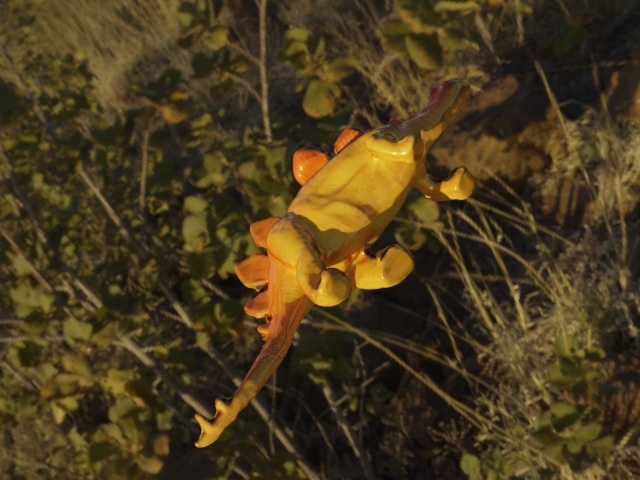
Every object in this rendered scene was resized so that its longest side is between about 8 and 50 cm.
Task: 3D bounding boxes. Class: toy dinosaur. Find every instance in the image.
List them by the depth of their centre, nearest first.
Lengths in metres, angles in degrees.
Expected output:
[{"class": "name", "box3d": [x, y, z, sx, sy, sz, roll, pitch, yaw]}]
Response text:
[{"class": "toy dinosaur", "box3d": [0.000, 0.000, 0.524, 0.288, 0.070, 0.117, -53, 34, -15]}]
